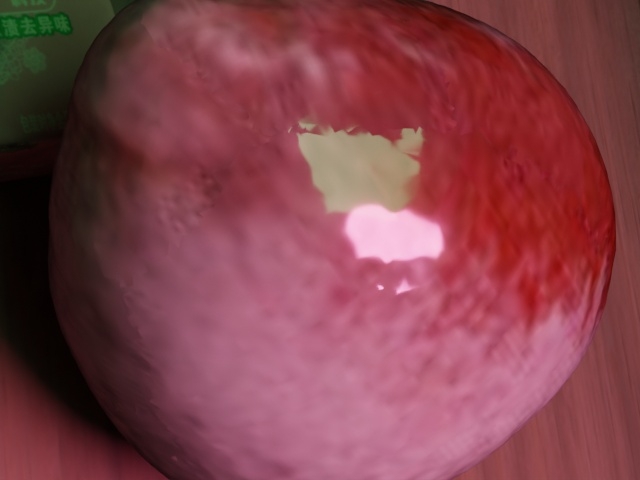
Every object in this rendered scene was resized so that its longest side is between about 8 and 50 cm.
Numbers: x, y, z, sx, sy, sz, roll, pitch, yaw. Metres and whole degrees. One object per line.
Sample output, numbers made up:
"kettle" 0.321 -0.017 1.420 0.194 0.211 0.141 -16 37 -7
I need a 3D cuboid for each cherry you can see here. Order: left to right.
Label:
"cherry" -0.010 0.008 0.787 0.335 0.326 0.291 3 49 -44

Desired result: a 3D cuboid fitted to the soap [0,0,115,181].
"soap" -0.242 -0.111 0.776 0.273 0.098 0.217 -12 78 -44
